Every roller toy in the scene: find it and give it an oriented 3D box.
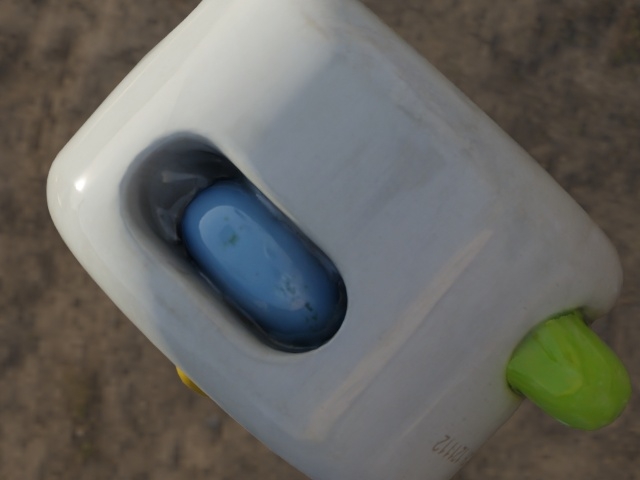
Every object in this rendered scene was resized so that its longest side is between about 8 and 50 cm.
[{"bbox_3d":[0.000,0.000,0.727,0.146,0.191,0.209,-47,31,3],"label":"roller toy"}]
